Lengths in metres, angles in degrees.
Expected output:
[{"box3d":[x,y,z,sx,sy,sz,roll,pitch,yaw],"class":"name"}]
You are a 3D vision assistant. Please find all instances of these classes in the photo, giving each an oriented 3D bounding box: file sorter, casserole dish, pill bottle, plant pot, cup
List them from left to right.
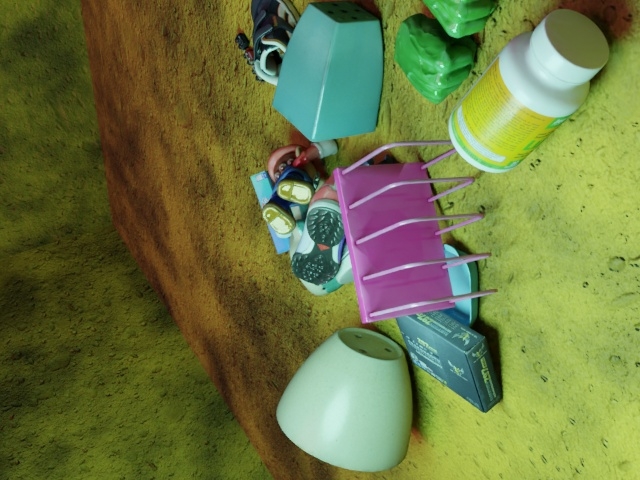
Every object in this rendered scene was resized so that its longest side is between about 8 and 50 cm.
[{"box3d":[0.028,-0.351,1.446,0.165,0.165,0.234,47,138,37],"class":"plant pot"},{"box3d":[0.085,0.348,1.703,0.331,0.331,0.237,34,113,49],"class":"cup"},{"box3d":[0.176,-0.020,1.285,0.182,0.202,0.291,-26,73,60],"class":"file sorter"},{"box3d":[0.271,0.090,1.425,0.114,0.037,0.189,30,134,51],"class":"casserole dish"},{"box3d":[0.301,-0.215,1.046,0.136,0.136,0.246,62,152,14],"class":"pill bottle"}]

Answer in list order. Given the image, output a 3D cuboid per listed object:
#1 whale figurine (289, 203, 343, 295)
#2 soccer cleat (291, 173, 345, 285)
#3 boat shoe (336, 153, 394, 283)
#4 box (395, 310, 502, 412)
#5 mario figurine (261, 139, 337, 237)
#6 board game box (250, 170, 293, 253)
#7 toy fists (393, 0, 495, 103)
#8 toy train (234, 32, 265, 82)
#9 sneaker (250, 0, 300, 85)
[{"box3d":[0.000,0.000,1.784,0.216,0.141,0.272,54,-161,-53],"class":"whale figurine"},{"box3d":[0.008,-0.013,1.557,0.108,0.116,0.318,18,146,2],"class":"soccer cleat"},{"box3d":[0.102,-0.044,1.574,0.158,0.127,0.340,66,146,22],"class":"boat shoe"},{"box3d":[0.256,0.226,1.470,0.232,0.059,0.183,30,150,50],"class":"box"},{"box3d":[-0.036,-0.124,1.659,0.320,0.198,0.170,-80,-32,-65],"class":"mario figurine"},{"box3d":[-0.101,-0.081,1.879,0.047,0.160,0.210,-19,91,19],"class":"board game box"},{"box3d":[0.207,-0.354,1.175,0.279,0.096,0.142,102,149,-49],"class":"toy fists"},{"box3d":[-0.181,-0.481,1.880,0.158,0.027,0.036,62,141,16],"class":"toy train"},{"box3d":[-0.105,-0.461,1.645,0.321,0.127,0.126,55,151,29],"class":"sneaker"}]
